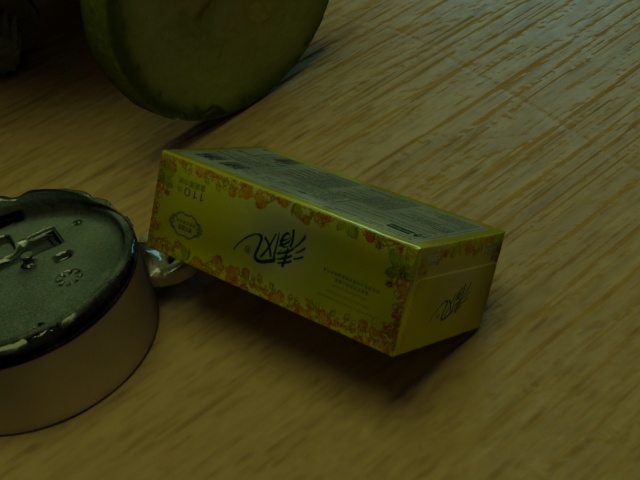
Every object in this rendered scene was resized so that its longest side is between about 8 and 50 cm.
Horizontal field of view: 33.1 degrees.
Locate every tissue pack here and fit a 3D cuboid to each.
[{"bbox_3d":[0.000,0.000,0.598,0.176,0.062,0.095,22,18,31],"label":"tissue pack"}]

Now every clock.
[{"bbox_3d":[-0.175,0.034,0.627,0.229,0.063,0.155,-23,42,-16],"label":"clock"}]

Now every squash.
[{"bbox_3d":[-0.069,-0.188,0.748,0.041,0.219,0.219,24,51,39],"label":"squash"}]

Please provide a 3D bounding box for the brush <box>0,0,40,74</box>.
[{"bbox_3d":[-0.391,-0.136,0.883,0.327,0.070,0.065,-14,50,-3],"label":"brush"}]
